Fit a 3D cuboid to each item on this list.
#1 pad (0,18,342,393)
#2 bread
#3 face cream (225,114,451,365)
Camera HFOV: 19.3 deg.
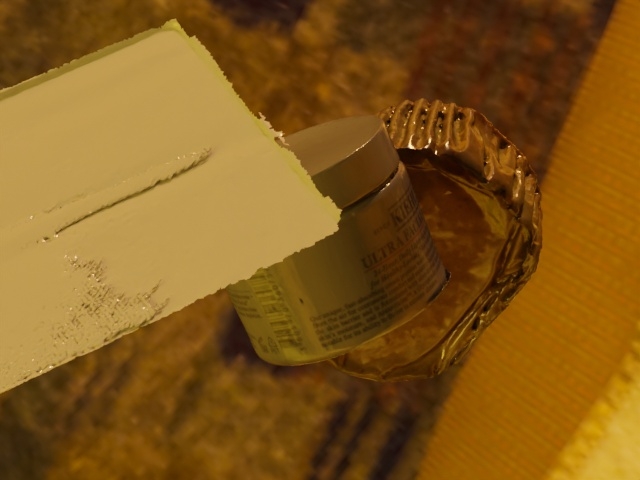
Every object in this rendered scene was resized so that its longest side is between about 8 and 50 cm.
[{"bbox_3d":[-0.122,0.003,0.630,0.232,0.156,0.004,-26,131,-13],"label":"pad"},{"bbox_3d":[0.076,-0.003,1.722,0.227,0.142,0.253,36,113,-12],"label":"bread"},{"bbox_3d":[0.000,0.000,1.550,0.177,0.177,0.153,-30,107,-17],"label":"face cream"}]
